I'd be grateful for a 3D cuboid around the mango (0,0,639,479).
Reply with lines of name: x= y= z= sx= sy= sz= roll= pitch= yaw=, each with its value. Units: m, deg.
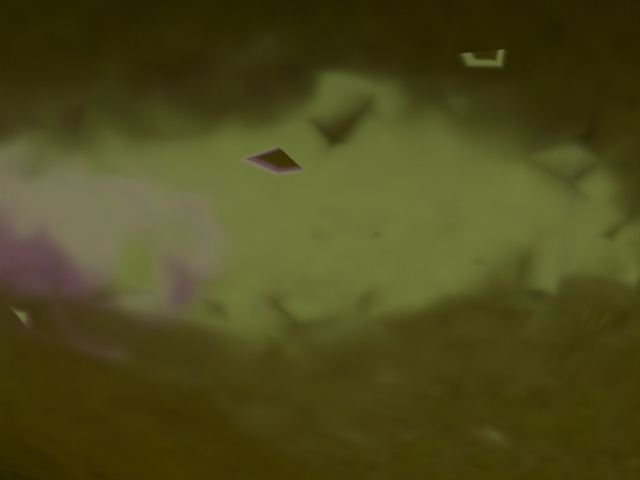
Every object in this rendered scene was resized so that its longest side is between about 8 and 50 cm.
mango: x=0.022 y=-0.035 z=0.448 sx=0.445 sy=0.220 sz=0.301 roll=9 pitch=138 yaw=-18
